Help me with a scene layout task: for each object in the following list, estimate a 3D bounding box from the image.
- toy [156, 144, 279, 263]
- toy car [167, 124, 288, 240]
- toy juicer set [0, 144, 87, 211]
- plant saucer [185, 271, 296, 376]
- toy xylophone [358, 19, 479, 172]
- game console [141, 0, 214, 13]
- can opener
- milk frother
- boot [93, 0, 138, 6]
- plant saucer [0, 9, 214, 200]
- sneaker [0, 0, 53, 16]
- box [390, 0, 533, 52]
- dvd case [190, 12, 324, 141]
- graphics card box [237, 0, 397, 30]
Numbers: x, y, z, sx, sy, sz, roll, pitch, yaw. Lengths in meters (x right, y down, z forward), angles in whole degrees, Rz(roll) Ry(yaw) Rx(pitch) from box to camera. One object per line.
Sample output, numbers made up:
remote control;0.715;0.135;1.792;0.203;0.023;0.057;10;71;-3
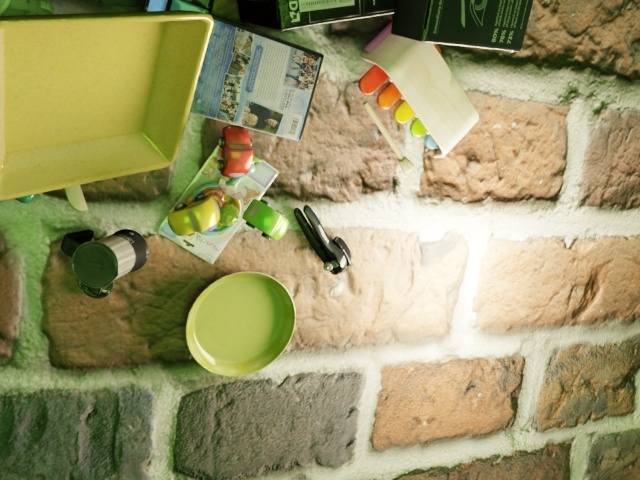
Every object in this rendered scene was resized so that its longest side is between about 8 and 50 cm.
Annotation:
toy;-0.196;-0.074;1.190;0.137;0.056;0.237;35;90;-27
toy car;-0.144;-0.070;1.155;0.225;0.053;0.239;35;85;-30
toy juicer set;-0.560;-0.160;1.000;0.329;0.089;0.209;4;83;-37
plant saucer;-0.171;0.175;1.289;0.241;0.037;0.240;-7;108;-22
toy xylophone;0.200;-0.296;1.280;0.236;0.081;0.322;-38;117;-9
game console;-0.253;-0.382;1.053;0.124;0.085;0.144;13;101;-26
can opener;0.000;0.000;1.308;0.059;0.073;0.186;-25;118;28
milk frother;-0.401;0.055;1.095;0.129;0.135;0.143;9;101;6
boot;-0.370;-0.592;0.803;0.367;0.146;0.445;20;110;-10
plant saucer;-0.363;-0.230;0.950;0.333;0.081;0.332;-19;152;-38
sneaker;-0.511;-0.301;0.890;0.115;0.281;0.105;14;71;-55
box;0.237;-0.401;0.990;0.207;0.108;0.153;-2;115;-25
dvd case;-0.125;-0.306;1.157;0.253;0.022;0.180;10;102;-31
graphics card box;0.054;-0.454;1.082;0.371;0.233;0.094;-16;119;-18
